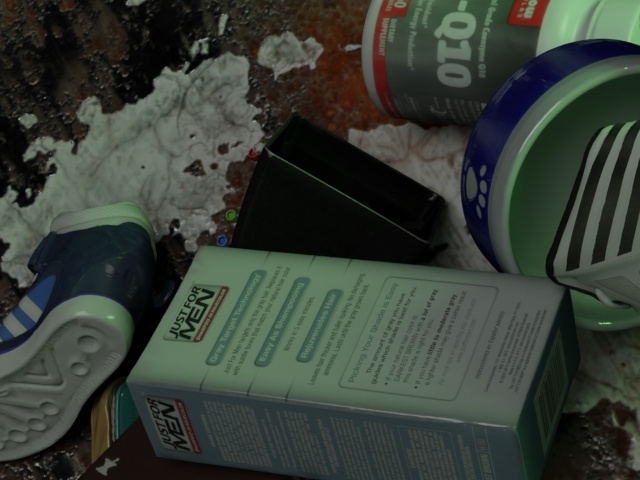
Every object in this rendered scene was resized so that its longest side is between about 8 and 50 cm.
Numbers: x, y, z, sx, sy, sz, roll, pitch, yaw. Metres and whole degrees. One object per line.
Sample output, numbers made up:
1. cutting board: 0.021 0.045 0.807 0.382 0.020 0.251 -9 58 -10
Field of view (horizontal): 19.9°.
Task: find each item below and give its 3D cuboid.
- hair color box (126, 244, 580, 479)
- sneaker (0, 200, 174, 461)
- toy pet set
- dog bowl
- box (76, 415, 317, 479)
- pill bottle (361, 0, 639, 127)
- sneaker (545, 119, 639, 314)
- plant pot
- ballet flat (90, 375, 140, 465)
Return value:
1. hair color box: 0.033 0.120 1.682 0.374 0.114 0.185 5 45 22
2. sneaker: -0.297 0.087 2.043 0.323 0.130 0.236 -39 27 34
3. toy pet set: -0.061 -0.049 1.993 0.114 0.065 0.122 12 77 28
4. dog bowl: 0.270 -0.053 1.720 0.265 0.265 0.104 -48 28 2
5. box: -0.118 0.269 1.783 0.191 0.143 0.381 26 61 38
6. pill bottle: 0.200 -0.192 1.867 0.283 0.161 0.161 8 75 27
7. sneaker: 0.361 0.057 1.601 0.257 0.447 0.169 7 47 46
8. plant pot: 0.000 0.000 1.863 0.187 0.188 0.167 30 108 0
9. ballet flat: -0.215 0.264 1.961 0.073 0.080 0.232 -25 56 47
